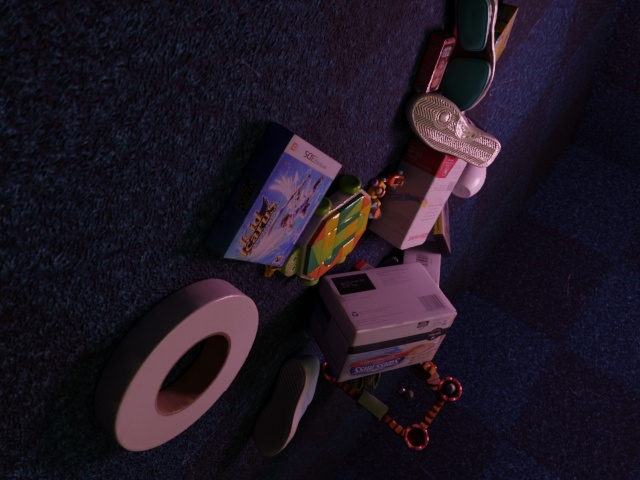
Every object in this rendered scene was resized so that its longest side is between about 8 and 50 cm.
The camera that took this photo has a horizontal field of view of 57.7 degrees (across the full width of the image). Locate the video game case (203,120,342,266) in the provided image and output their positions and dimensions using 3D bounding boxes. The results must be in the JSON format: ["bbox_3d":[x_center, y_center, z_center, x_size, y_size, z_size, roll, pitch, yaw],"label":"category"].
[{"bbox_3d":[-0.087,-0.079,1.182,0.269,0.061,0.244,-59,156,6],"label":"video game case"}]

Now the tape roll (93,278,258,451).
[{"bbox_3d":[-0.285,0.259,1.213,0.392,0.072,0.392,-43,153,-29],"label":"tape roll"}]

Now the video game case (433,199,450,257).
[{"bbox_3d":[0.420,-0.095,2.012,0.275,0.035,0.248,42,46,-66],"label":"video game case"}]

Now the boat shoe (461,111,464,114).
[{"bbox_3d":[0.409,-0.396,1.750,0.072,0.068,0.190,-49,158,-47],"label":"boat shoe"}]

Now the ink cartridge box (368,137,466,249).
[{"bbox_3d":[0.298,-0.143,1.766,0.226,0.131,0.306,-8,128,-61],"label":"ink cartridge box"}]

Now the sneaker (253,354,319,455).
[{"bbox_3d":[-0.089,0.525,1.856,0.150,0.135,0.366,-6,126,-58],"label":"sneaker"}]

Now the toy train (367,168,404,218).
[{"bbox_3d":[0.181,-0.121,1.635,0.125,0.046,0.166,-1,123,-44],"label":"toy train"}]

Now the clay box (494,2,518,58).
[{"bbox_3d":[0.496,-0.571,1.654,0.222,0.053,0.127,-53,160,-40],"label":"clay box"}]

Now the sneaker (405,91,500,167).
[{"bbox_3d":[0.345,-0.318,1.624,0.350,0.148,0.131,26,109,-36],"label":"sneaker"}]

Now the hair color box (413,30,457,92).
[{"bbox_3d":[0.288,-0.450,1.464,0.072,0.043,0.141,-31,146,-47],"label":"hair color box"}]

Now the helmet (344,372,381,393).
[{"bbox_3d":[0.166,0.535,2.335,0.169,0.169,0.161,28,78,-67],"label":"helmet"}]

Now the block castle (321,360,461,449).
[{"bbox_3d":[0.258,0.514,2.127,0.303,0.453,0.213,-48,163,-18],"label":"block castle"}]

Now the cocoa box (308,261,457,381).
[{"bbox_3d":[0.176,0.236,1.729,0.347,0.231,0.228,-7,133,-26],"label":"cocoa box"}]

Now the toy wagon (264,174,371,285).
[{"bbox_3d":[0.000,0.000,1.442,0.344,0.068,0.267,-38,150,-38],"label":"toy wagon"}]

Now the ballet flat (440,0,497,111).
[{"bbox_3d":[0.402,-0.515,1.523,0.139,0.139,0.400,-47,154,-22],"label":"ballet flat"}]

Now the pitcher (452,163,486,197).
[{"bbox_3d":[0.548,-0.251,2.152,0.207,0.125,0.178,-60,175,-22],"label":"pitcher"}]

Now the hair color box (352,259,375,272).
[{"bbox_3d":[0.140,0.156,1.886,0.053,0.093,0.167,-35,148,-40],"label":"hair color box"}]

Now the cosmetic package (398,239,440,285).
[{"bbox_3d":[0.342,0.147,2.113,0.224,0.138,0.224,-74,174,-46],"label":"cosmetic package"}]

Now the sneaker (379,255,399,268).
[{"bbox_3d":[0.238,0.133,2.100,0.082,0.069,0.209,-69,171,-57],"label":"sneaker"}]
